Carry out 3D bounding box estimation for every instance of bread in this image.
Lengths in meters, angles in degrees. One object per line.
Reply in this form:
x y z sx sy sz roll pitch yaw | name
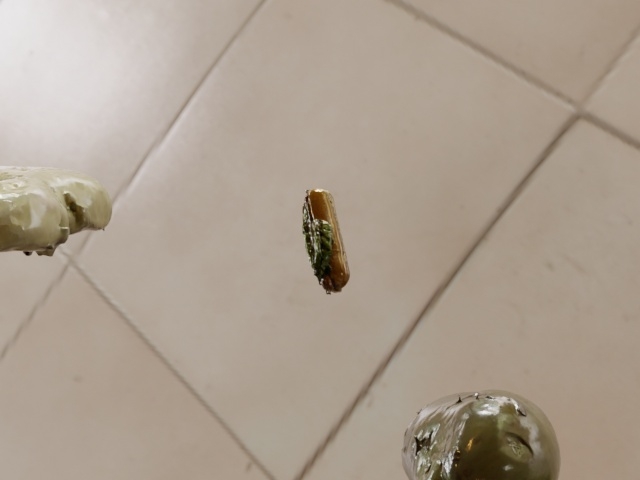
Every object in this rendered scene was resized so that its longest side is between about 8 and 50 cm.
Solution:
-0.287 -0.019 0.904 0.316 0.316 0.054 3 99 39 | bread

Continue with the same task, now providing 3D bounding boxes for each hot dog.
0.000 0.000 1.520 0.056 0.041 0.133 124 139 -50 | hot dog

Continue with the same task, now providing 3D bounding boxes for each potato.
0.172 0.232 1.514 0.165 0.262 0.165 0 90 0 | potato
